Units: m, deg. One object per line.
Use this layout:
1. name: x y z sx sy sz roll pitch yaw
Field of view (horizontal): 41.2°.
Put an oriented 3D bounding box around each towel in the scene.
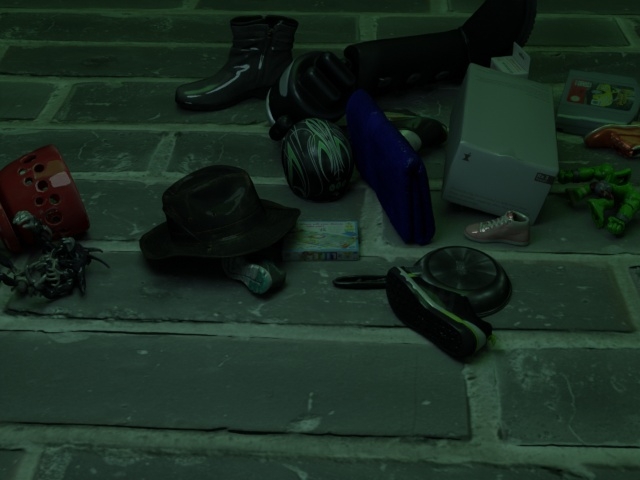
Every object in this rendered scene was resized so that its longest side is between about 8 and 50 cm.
1. towel: 0.136 -0.151 1.774 0.076 0.228 0.308 -23 41 -7

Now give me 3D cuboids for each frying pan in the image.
1. frying pan: 0.209 0.055 1.643 0.326 0.053 0.197 16 39 16

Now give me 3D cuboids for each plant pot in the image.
1. plant pot: -0.580 -0.076 1.718 0.174 0.191 0.191 -27 43 -19

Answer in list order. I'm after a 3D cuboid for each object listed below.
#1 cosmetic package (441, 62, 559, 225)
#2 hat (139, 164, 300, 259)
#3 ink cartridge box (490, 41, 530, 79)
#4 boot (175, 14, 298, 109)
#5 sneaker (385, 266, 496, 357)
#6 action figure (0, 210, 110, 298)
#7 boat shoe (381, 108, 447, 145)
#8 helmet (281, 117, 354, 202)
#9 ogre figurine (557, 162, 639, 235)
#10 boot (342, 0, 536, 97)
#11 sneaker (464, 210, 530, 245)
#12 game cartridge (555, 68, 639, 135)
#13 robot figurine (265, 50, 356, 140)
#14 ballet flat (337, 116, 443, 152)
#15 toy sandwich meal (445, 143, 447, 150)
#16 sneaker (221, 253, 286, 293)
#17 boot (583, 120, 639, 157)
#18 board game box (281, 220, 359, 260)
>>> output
1. cosmetic package: 0.398 -0.223 1.889 0.217 0.156 0.385 17 40 2
2. hat: -0.210 -0.075 1.689 0.331 0.134 0.331 -9 20 3
3. ink cartridge box: 0.464 -0.388 2.115 0.061 0.181 0.104 -8 37 -10
4. boot: -0.223 -0.471 2.205 0.338 0.223 0.118 -15 40 -18
5. sneaker: 0.214 0.125 1.528 0.097 0.084 0.234 -20 48 -35
6. action figure: -0.540 0.042 1.591 0.275 0.141 0.164 -17 54 -21
7. boat shoe: 0.205 -0.285 2.068 0.223 0.080 0.073 9 43 21
8. helmet: -0.006 -0.183 1.865 0.169 0.162 0.169 0 37 0
9. ogre figurine: 0.604 -0.098 1.799 0.118 0.097 0.197 -24 30 -10
10. boot: 0.280 -0.502 2.141 0.445 0.367 0.146 -8 63 -15
11. sneaker: 0.362 -0.032 1.734 0.134 0.070 0.051 7 39 12
12. game cartridge: 0.714 -0.351 2.173 0.196 0.060 0.294 15 39 14
13. robot figurine: -0.022 -0.334 1.992 0.209 0.278 0.174 -5 80 -24
14. ballet flat: 0.147 -0.223 1.987 0.280 0.095 0.096 -5 46 11
15. toy sandwich meal: 0.336 -0.211 2.011 0.085 0.029 0.085 -3 35 2
16. sneaker: -0.130 0.052 1.651 0.076 0.065 0.166 -5 31 -42
17. boot: 0.703 -0.230 2.006 0.158 0.059 0.085 -6 61 16
18. board game box: 0.000 0.000 1.732 0.154 0.026 0.103 0 37 1
